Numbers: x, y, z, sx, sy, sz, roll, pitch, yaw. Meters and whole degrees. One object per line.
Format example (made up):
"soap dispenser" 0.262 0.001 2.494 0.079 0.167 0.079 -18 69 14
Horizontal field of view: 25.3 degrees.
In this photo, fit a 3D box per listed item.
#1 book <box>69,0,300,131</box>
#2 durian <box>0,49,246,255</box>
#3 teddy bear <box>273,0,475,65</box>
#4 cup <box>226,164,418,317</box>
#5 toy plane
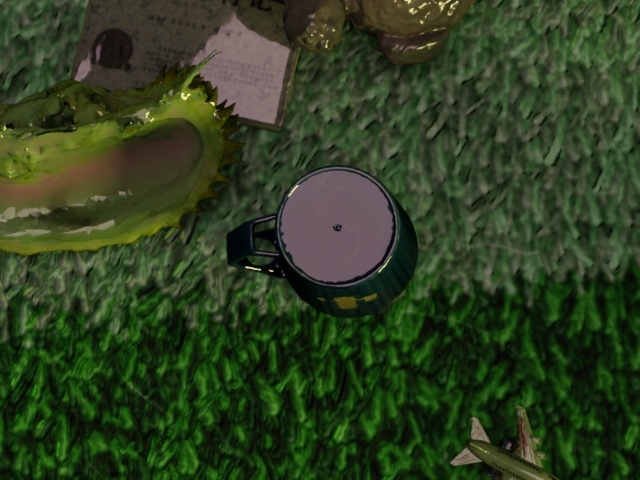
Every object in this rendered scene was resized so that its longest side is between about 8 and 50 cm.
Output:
"book" -0.109 -0.276 1.395 0.217 0.021 0.310 11 84 6
"durian" -0.237 -0.073 1.305 0.356 0.169 0.157 -10 82 8
"teddy bear" 0.021 -0.276 1.306 0.267 0.151 0.236 21 77 0
"cup" 0.000 0.000 1.282 0.177 0.155 0.131 -5 81 3
"toy plane" 0.176 0.205 1.297 0.111 0.040 0.102 26 87 7
